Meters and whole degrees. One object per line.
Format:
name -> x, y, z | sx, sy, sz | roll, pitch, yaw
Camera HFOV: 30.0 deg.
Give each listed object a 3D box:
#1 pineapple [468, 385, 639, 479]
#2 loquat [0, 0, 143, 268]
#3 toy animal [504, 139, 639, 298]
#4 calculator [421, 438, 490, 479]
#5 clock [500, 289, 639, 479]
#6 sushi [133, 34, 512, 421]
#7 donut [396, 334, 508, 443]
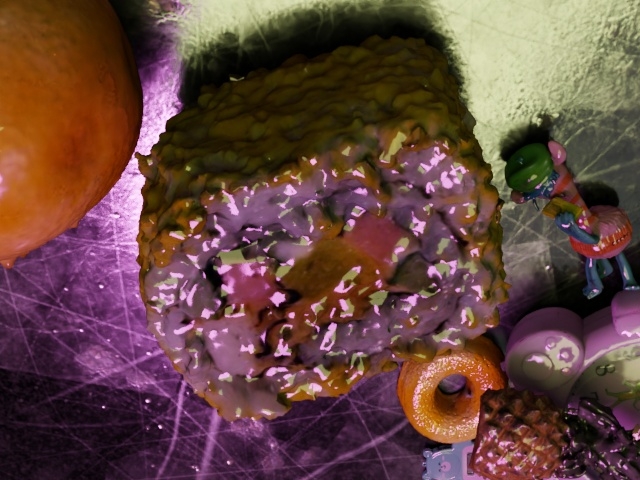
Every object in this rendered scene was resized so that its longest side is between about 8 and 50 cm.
pineapple -> 0.290, 0.234, 1.347 | 0.237, 0.111, 0.119 | 9, 137, 4
loquat -> -0.336, -0.140, 1.196 | 0.328, 0.328, 0.329 | 1, 116, 1
toy animal -> 0.292, -0.018, 1.358 | 0.100, 0.103, 0.208 | -26, 117, 23
calculator -> 0.202, 0.287, 1.555 | 0.141, 0.019, 0.094 | -4, 119, 3
clock -> 0.402, 0.197, 1.424 | 0.322, 0.113, 0.296 | -15, 102, 16
sushi -> 0.000, 0.000, 1.267 | 0.396, 0.240, 0.351 | -18, 127, 2
donut -> 0.166, 0.187, 1.487 | 0.151, 0.058, 0.152 | 0, 114, 1
